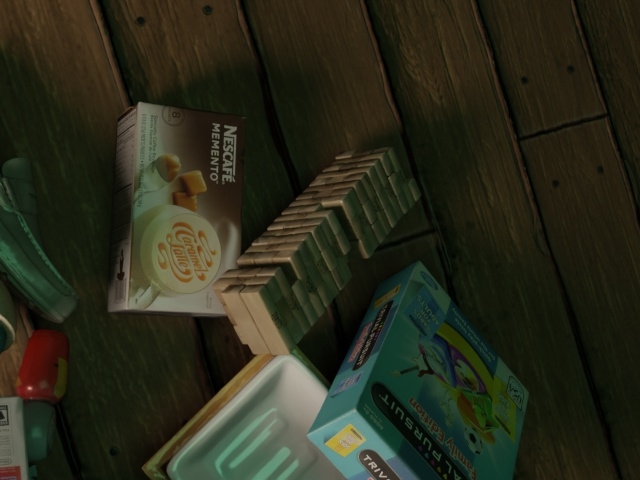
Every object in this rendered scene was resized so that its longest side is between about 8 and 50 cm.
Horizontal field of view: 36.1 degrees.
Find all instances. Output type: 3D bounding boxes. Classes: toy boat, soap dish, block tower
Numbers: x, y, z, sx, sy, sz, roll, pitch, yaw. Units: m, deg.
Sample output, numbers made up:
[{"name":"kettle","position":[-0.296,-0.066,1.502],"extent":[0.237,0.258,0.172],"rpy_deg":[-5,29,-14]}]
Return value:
[{"name":"toy boat","position":[-0.385,0.125,1.021],"extent":[0.318,0.268,0.148],"rpy_deg":[37,49,-47]},{"name":"soap dish","position":[-0.041,0.291,1.198],"extent":[0.229,0.118,0.291],"rpy_deg":[-44,102,-16]},{"name":"block tower","position":[0.000,0.000,1.223],"extent":[0.335,0.091,0.097],"rpy_deg":[-47,121,-41]}]

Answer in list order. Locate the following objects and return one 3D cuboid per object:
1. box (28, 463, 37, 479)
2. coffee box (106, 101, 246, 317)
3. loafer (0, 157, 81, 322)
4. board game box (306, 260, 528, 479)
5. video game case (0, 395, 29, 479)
[{"name":"box","position":[-0.396,0.260,1.007],"extent":[0.184,0.191,0.045],"rpy_deg":[-2,80,-26]},{"name":"coffee box","position":[-0.175,-0.032,1.201],"extent":[0.141,0.098,0.246],"rpy_deg":[6,81,-26]},{"name":"loafer","position":[-0.366,-0.051,1.106],"extent":[0.111,0.112,0.319],"rpy_deg":[-38,97,-21]},{"name":"board game box","position":[0.139,0.213,1.230],"extent":[0.253,0.079,0.336],"rpy_deg":[49,31,-11]},{"name":"video game case","position":[-0.370,0.231,0.898],"extent":[0.201,0.023,0.183],"rpy_deg":[0,49,-22]}]
